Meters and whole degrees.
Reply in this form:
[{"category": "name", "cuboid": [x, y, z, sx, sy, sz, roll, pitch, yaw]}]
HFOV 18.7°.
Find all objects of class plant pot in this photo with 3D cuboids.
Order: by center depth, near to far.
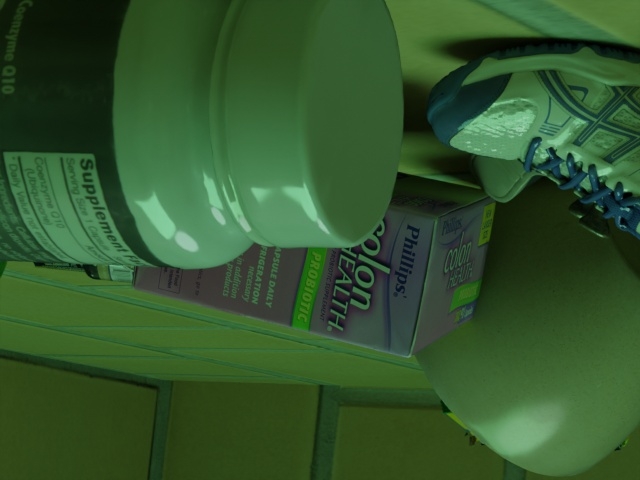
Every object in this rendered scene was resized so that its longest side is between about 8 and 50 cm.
[{"category": "plant pot", "cuboid": [0.235, 0.048, 1.784, 0.284, 0.284, 0.191, 13, 140, -39]}]

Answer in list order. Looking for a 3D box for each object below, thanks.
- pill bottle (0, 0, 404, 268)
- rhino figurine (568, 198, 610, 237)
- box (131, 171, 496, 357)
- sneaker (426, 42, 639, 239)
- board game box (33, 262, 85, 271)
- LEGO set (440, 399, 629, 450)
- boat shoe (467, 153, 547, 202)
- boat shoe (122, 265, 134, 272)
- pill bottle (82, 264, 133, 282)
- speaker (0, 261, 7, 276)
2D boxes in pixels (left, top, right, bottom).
[{"category": "pill bottle", "cuboid": [-0.142, -0.085, 1.253, 0.361, 0.204, 0.204, 2, 170, 22]}, {"category": "rhino figurine", "cuboid": [0.298, -0.041, 1.601, 0.243, 0.106, 0.073, 14, -162, -47]}, {"category": "box", "cuboid": [0.000, 0.000, 1.625, 0.243, 0.117, 0.213, 12, -170, 16]}, {"category": "sneaker", "cuboid": [0.221, -0.060, 1.387, 0.296, 0.131, 0.112, 4, 163, 5]}, {"category": "board game box", "cuboid": [-0.276, 0.012, 2.434, 0.170, 0.048, 0.141, 6, 173, -4]}, {"category": "LEGO set", "cuboid": [0.331, 0.173, 2.399, 0.192, 0.255, 0.331, 40, 144, -23]}, {"category": "boat shoe", "cuboid": [0.183, -0.088, 1.563, 0.065, 0.075, 0.206, -37, 180, -22]}, {"category": "boat shoe", "cuboid": [-0.212, -0.071, 1.744, 0.324, 0.123, 0.116, 23, 129, -35]}, {"category": "pill bottle", "cuboid": [-0.124, -0.012, 1.957, 0.219, 0.123, 0.123, 6, 171, 2]}, {"category": "speaker", "cuboid": [-0.508, -0.008, 2.197, 0.296, 0.131, 0.131, 3, 171, 15]}]
